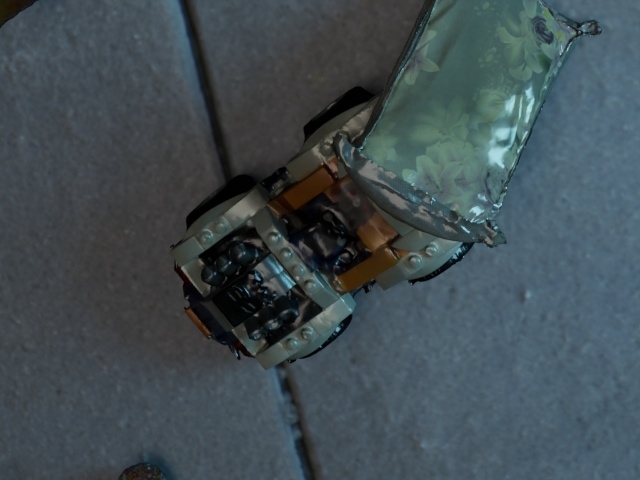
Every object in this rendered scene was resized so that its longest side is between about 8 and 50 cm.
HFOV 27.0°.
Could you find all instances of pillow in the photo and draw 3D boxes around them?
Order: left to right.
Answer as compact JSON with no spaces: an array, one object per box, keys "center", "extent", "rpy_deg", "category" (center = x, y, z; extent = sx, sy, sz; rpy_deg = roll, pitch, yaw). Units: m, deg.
[{"center":[0.125,-0.121,1.145],"extent":[0.169,0.059,0.255],"rpy_deg":[28,73,1],"category":"pillow"}]

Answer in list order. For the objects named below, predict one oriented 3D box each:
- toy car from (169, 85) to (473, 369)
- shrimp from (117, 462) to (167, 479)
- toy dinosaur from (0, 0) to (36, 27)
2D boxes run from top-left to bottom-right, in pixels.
[{"center":[-0.001,0.001,1.248],"extent":[0.301,0.118,0.193],"rpy_deg":[-34,100,20],"category":"toy car"},{"center":[-0.152,0.320,1.410],"extent":[0.073,0.075,0.190],"rpy_deg":[-31,89,3],"category":"shrimp"},{"center":[-0.178,-0.339,1.206],"extent":[0.327,0.113,0.207],"rpy_deg":[-16,100,19],"category":"toy dinosaur"}]
